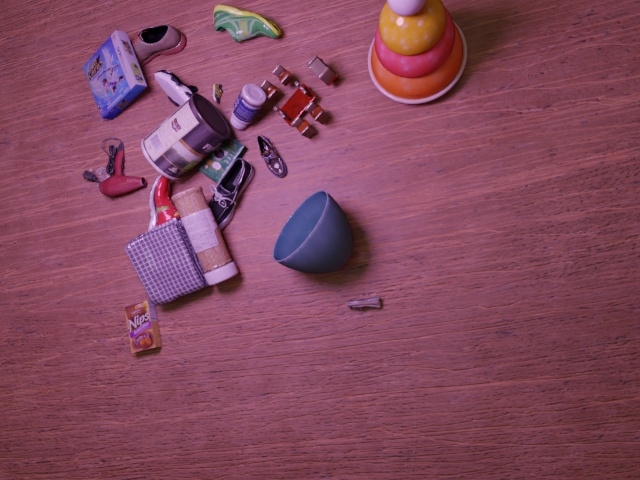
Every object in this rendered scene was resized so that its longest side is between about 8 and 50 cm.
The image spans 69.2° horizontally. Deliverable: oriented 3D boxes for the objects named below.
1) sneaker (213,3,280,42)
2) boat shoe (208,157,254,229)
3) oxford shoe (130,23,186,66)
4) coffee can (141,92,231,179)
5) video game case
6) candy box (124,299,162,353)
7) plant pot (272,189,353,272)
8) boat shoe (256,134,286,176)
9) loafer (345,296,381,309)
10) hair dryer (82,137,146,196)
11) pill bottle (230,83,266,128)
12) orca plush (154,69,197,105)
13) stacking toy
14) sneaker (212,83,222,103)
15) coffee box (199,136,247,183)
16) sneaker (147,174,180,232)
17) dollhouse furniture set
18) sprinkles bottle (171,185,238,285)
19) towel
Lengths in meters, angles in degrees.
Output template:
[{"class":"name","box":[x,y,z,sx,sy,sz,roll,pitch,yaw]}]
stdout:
[{"class":"sneaker","box":[-0.291,-0.844,1.845,0.295,0.109,0.124,21,112,13]},{"class":"boat shoe","box":[-0.362,-0.173,1.769,0.113,0.105,0.306,37,93,15]},{"class":"oxford shoe","box":[-0.743,-0.818,1.921,0.347,0.130,0.123,-16,81,11]},{"class":"coffee can","box":[-0.507,-0.389,1.758,0.275,0.201,0.202,-34,77,18]},{"class":"video game case","box":[-0.850,-0.674,1.907,0.269,0.061,0.245,-26,83,32]},{"class":"candy box","box":[-0.696,0.337,1.818,0.109,0.053,0.187,-16,79,12]},{"class":"plant pot","box":[0.000,0.000,1.602,0.195,0.290,0.290,36,93,-22]},{"class":"boat shoe","box":[-0.196,-0.321,1.766,0.066,0.066,0.183,-36,77,7]},{"class":"loafer","box":[0.151,0.227,1.634,0.125,0.045,0.039,-10,88,9]},{"class":"hair dryer","box":[-0.841,-0.290,1.911,0.293,0.080,0.224,32,91,14]},{"class":"pill bottle","box":[-0.281,-0.502,1.759,0.169,0.094,0.094,-43,72,47]},{"class":"orca plush","box":[-0.527,-0.598,1.863,0.287,0.151,0.102,34,61,18]},{"class":"stacking toy","box":[0.301,-0.680,1.476,0.350,0.480,0.351,-1,83,13]},{"class":"sneaker","box":[-0.413,-0.594,1.868,0.035,0.031,0.084,-9,82,12]},{"class":"coffee box","box":[-0.382,-0.320,1.824,0.113,0.040,0.184,35,93,16]},{"class":"sneaker","box":[-0.601,-0.119,1.832,0.118,0.107,0.279,4,95,8]},{"class":"dollhouse furniture set","box":[-0.054,-0.553,1.749,0.259,0.135,0.262,-45,76,17]},{"class":"sprinkles bottle","box":[-0.426,-0.017,1.713,0.121,0.121,0.356,-21,95,10]},{"class":"towel","box":[-0.574,0.083,1.746,0.234,0.121,0.284,-22,100,12]}]
